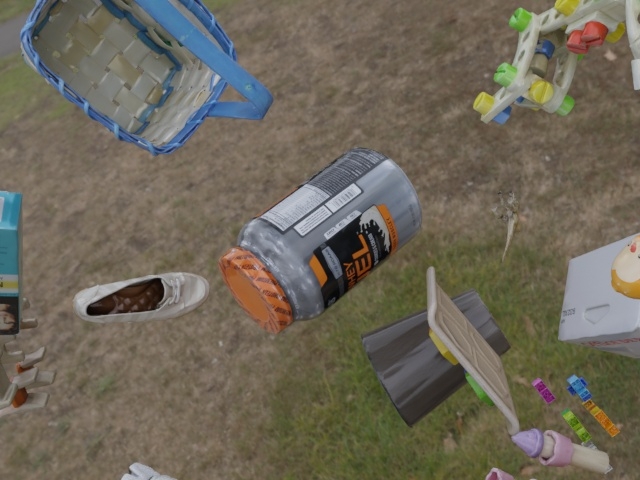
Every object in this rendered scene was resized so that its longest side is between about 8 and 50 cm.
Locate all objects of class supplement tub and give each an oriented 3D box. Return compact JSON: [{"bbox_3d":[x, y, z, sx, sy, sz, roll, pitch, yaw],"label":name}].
[{"bbox_3d":[0.000,0.000,1.121,0.316,0.194,0.193,-38,33,-22],"label":"supplement tub"}]

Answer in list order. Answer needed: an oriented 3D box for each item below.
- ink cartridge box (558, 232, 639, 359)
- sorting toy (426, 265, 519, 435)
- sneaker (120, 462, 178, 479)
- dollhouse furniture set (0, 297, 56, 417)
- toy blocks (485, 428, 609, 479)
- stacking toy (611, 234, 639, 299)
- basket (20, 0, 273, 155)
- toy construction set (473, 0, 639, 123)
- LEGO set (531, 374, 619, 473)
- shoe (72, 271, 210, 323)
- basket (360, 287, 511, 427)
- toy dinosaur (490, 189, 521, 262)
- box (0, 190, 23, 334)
[{"bbox_3d":[0.506,0.097,0.881,0.307,0.223,0.129,13,77,-3],"label":"ink cartridge box"},{"bbox_3d":[0.203,0.150,0.952,0.038,0.208,0.193,-34,7,15],"label":"sorting toy"},{"bbox_3d":[-0.253,0.451,0.908,0.118,0.110,0.292,16,52,-1],"label":"sneaker"},{"bbox_3d":[-0.569,0.188,1.131,0.135,0.262,0.259,-15,23,-6],"label":"dollhouse furniture set"},{"bbox_3d":[0.365,0.535,1.267,0.260,0.289,0.309,18,49,-8],"label":"toy blocks"},{"bbox_3d":[0.350,-0.054,0.511,0.302,0.166,0.175,-38,23,18],"label":"stacking toy"},{"bbox_3d":[-0.215,-0.228,0.792,0.289,0.254,0.201,19,73,53],"label":"basket"},{"bbox_3d":[0.349,-0.255,0.886,0.327,0.151,0.215,18,83,63],"label":"toy construction set"},{"bbox_3d":[0.525,0.343,1.374,0.087,0.227,0.093,-38,2,6],"label":"LEGO set"},{"bbox_3d":[-0.274,0.094,1.071,0.219,0.077,0.058,-8,0,-28],"label":"shoe"},{"bbox_3d":[0.215,0.197,1.240,0.226,0.154,0.204,-32,47,6],"label":"basket"},{"bbox_3d":[0.411,-0.048,1.460,0.053,0.093,0.183,-15,37,37],"label":"toy dinosaur"},{"bbox_3d":[-0.437,0.035,0.868,0.100,0.244,0.060,4,51,-20],"label":"box"}]
